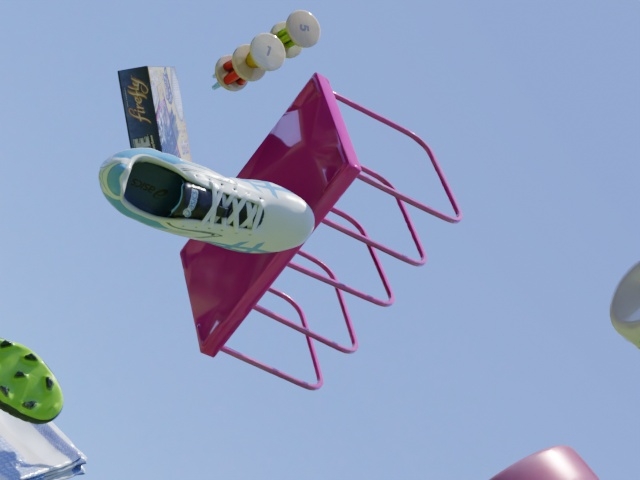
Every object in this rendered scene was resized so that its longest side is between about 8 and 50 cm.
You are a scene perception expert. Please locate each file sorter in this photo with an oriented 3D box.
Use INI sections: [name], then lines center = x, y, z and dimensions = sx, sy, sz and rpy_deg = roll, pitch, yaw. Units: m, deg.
[file sorter]
center = 0.000, 0.000, 2.169
dimensions = 0.182, 0.290, 0.202
rpy_deg = 26, 26, -27

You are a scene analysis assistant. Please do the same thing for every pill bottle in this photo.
[pill bottle]
center = 0.440, 0.112, 2.151
dimensions = 0.215, 0.117, 0.117
rpy_deg = 37, -17, -27

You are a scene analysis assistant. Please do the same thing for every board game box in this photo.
[board game box]
center = -0.217, -0.149, 2.494
dimensions = 0.243, 0.042, 0.165
rpy_deg = -47, 128, -84

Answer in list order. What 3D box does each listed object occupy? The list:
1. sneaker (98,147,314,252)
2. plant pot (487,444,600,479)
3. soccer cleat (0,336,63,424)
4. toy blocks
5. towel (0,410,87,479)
[sneaker]
center = -0.116, -0.034, 1.940
dimensions = 0.237, 0.085, 0.086
rpy_deg = 15, 10, -17
[plant pot]
center = 0.203, 0.314, 1.675
dimensions = 0.180, 0.201, 0.201
rpy_deg = 52, -18, 25
[soccer cleat]
center = -0.306, 0.120, 1.730
dimensions = 0.179, 0.060, 0.072
rpy_deg = 31, -29, 21
[toy blocks]
center = -0.081, -0.250, 2.529
dimensions = 0.054, 0.123, 0.148
rpy_deg = 58, -33, -7
[towel]
center = -0.418, 0.219, 2.118
dimensions = 0.209, 0.285, 0.034
rpy_deg = 42, -64, 22
